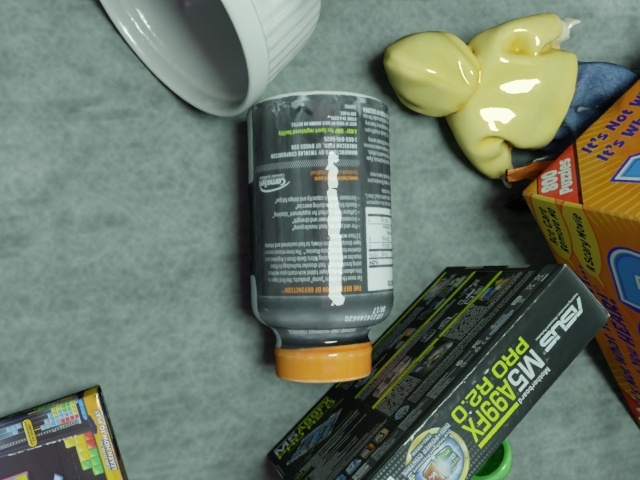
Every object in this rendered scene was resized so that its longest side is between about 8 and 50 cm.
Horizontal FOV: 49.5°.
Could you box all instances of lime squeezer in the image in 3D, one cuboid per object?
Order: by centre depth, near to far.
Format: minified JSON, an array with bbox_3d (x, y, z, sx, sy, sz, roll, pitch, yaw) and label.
[{"bbox_3d":[0.189,0.250,0.705,0.109,0.059,0.311,3,86,-15],"label":"lime squeezer"}]

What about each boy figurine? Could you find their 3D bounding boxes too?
[{"bbox_3d":[0.194,-0.141,0.702,0.285,0.092,0.177,7,112,-11],"label":"boy figurine"}]

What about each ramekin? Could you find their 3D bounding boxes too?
[{"bbox_3d":[-0.094,-0.217,0.575,0.109,0.207,0.207,-45,99,-23],"label":"ramekin"}]

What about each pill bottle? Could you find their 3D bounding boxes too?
[{"bbox_3d":[0.000,0.000,0.625,0.130,0.130,0.246,0,88,-15],"label":"pill bottle"}]

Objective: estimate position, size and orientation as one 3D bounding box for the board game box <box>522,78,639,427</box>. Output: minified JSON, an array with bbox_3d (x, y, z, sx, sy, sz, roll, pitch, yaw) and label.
[{"bbox_3d":[0.475,0.008,0.587,0.356,0.356,0.357,-42,117,-13],"label":"board game box"}]

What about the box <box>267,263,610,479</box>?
[{"bbox_3d":[0.085,0.132,0.599,0.270,0.216,0.060,-44,97,-13],"label":"box"}]

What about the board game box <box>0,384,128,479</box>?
[{"bbox_3d":[-0.236,0.229,0.596,0.141,0.048,0.171,-17,92,-16],"label":"board game box"}]

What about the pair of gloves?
[{"bbox_3d":[0.226,-0.060,0.716,0.074,0.083,0.010,-12,54,6],"label":"pair of gloves"}]
